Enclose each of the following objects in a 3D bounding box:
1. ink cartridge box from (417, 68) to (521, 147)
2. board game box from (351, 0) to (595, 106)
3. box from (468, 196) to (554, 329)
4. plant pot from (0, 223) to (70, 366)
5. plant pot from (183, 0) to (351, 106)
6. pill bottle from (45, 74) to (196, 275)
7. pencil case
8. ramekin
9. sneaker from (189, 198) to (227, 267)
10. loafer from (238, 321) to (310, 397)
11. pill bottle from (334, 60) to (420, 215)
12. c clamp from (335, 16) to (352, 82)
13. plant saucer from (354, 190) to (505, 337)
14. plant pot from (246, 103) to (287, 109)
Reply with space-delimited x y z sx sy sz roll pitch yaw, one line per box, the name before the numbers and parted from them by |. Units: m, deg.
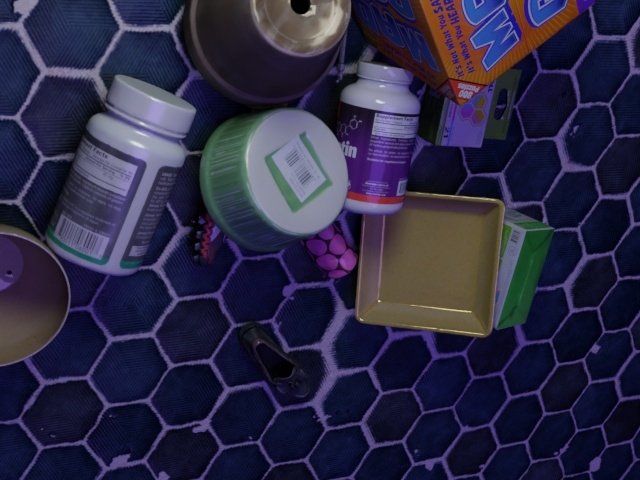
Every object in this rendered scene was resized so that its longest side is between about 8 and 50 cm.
ink cartridge box | 0.377 -0.321 1.988 0.255 0.097 0.189 0 112 -23
board game box | 0.258 -0.561 1.635 0.356 0.356 0.356 -38 135 -5
box | 0.419 0.051 2.081 0.126 0.231 0.262 -4 114 -40
plant pot | -0.651 0.080 1.653 0.284 0.191 0.284 -9 115 -19
plant pot | -0.080 -0.425 1.588 0.323 0.280 0.323 -2 95 -18
pill bottle | -0.393 -0.129 1.668 0.204 0.204 0.361 19 104 -29
pencil case | 0.000 0.000 1.970 0.098 0.095 0.209 -18 124 27
ramekin | -0.086 -0.133 1.749 0.303 0.148 0.303 6 80 -37
sneaker | -0.208 -0.064 1.840 0.135 0.097 0.276 8 107 -24
loafer | -0.107 0.313 2.058 0.096 0.084 0.267 -40 122 -3
pill bottle | 0.119 -0.228 1.859 0.181 0.181 0.323 1 107 -24
c clamp | 0.050 -0.420 1.782 0.022 0.137 0.161 6 105 -1
plant saucer | 0.261 0.048 2.017 0.332 0.081 0.333 6 99 11
plant pot | -0.105 -0.315 1.785 0.081 0.083 0.081 -4 114 -23
